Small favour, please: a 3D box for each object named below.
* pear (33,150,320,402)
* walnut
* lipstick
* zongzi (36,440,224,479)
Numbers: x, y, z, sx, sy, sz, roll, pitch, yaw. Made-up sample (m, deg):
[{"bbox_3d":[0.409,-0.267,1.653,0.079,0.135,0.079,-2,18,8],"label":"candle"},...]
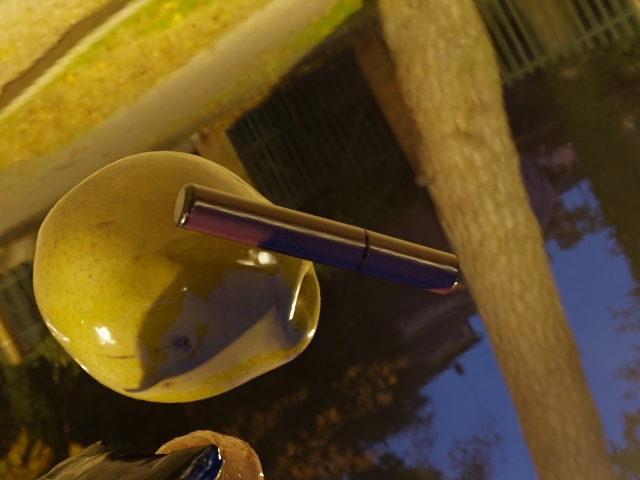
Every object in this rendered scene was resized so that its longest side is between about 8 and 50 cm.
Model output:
[{"bbox_3d":[-0.212,0.053,1.675,0.418,0.362,0.362,8,-167,13],"label":"pear"},{"bbox_3d":[-0.185,0.393,1.780,0.193,0.193,0.225,-32,163,-48],"label":"walnut"},{"bbox_3d":[0.000,0.000,1.370,0.357,0.057,0.057,14,165,-22],"label":"lipstick"},{"bbox_3d":[-0.272,0.355,1.274,0.383,0.319,0.362,-58,-163,-10],"label":"zongzi"}]
